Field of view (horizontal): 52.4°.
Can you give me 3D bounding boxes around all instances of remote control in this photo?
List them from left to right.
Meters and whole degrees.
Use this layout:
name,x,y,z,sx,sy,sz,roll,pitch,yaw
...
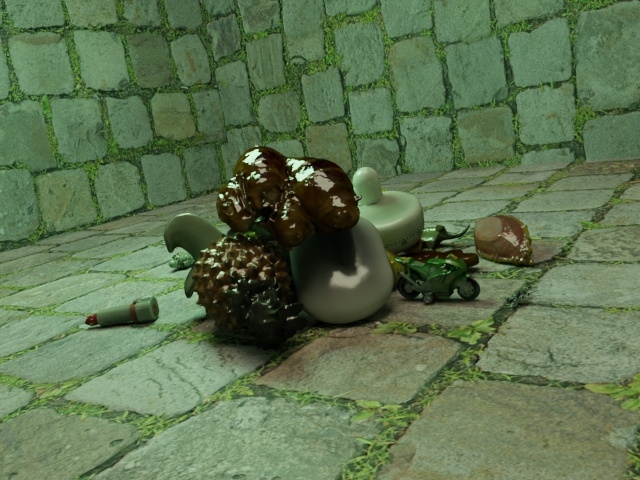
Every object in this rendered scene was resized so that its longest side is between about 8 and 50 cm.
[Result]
name,x,y,z,sx,sy,sz,roll,pitch,yaw
remote control,0.044,0.055,1.480,0.221,0.103,0.332,-12,44,0

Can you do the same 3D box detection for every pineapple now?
name,x,y,z,sx,sy,sz,roll,pitch,yaw
pineapple,-0.136,0.121,1.355,0.223,0.223,0.357,-13,22,-19

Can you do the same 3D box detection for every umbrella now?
name,x,y,z,sx,sy,sz,roll,pitch,yaw
umbrella,-0.449,0.064,2.182,0.067,0.062,0.143,34,33,27

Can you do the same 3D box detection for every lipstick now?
name,x,y,z,sx,sy,sz,roll,pitch,yaw
lipstick,-0.507,0.186,1.639,0.186,0.057,0.063,-11,12,5

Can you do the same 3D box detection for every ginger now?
name,x,y,z,sx,sy,sz,roll,pitch,yaw
ginger,-0.068,-0.099,1.457,0.357,0.152,0.274,16,32,17

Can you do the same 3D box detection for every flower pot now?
name,x,y,z,sx,sy,sz,roll,pitch,yaw
flower pot,-0.188,0.031,1.623,0.367,0.254,0.164,-14,-1,-17

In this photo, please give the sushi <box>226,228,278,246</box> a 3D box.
name,x,y,z,sx,sy,sz,roll,pitch,yaw
sushi,-0.216,0.030,2.011,0.161,0.241,0.107,47,28,23

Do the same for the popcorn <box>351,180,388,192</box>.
name,x,y,z,sx,sy,sz,roll,pitch,yaw
popcorn,0.156,-0.065,2.024,0.251,0.206,0.237,36,20,28

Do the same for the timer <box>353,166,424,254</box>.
name,x,y,z,sx,sy,sz,roll,pitch,yaw
timer,0.168,-0.070,1.800,0.233,0.240,0.233,-12,29,7

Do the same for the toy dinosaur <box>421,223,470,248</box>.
name,x,y,z,sx,sy,sz,roll,pitch,yaw
toy dinosaur,0.342,-0.019,1.968,0.247,0.075,0.188,-10,0,23

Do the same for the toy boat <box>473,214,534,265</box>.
name,x,y,z,sx,sy,sz,roll,pitch,yaw
toy boat,0.476,-0.005,1.725,0.141,0.099,0.318,-50,11,6

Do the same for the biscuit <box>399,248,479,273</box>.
name,x,y,z,sx,sy,sz,roll,pitch,yaw
biscuit,0.291,0.059,1.680,0.180,0.039,0.236,-20,16,-36

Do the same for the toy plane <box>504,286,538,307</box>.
name,x,y,z,sx,sy,sz,roll,pitch,yaw
toy plane,0.411,0.117,1.346,0.078,0.024,0.084,-23,-1,44

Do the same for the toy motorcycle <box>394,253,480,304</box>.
name,x,y,z,sx,sy,sz,roll,pitch,yaw
toy motorcycle,0.256,0.081,1.434,0.190,0.106,0.074,-1,14,29

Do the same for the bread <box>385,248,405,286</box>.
name,x,y,z,sx,sy,sz,roll,pitch,yaw
bread,0.110,0.067,1.627,0.213,0.105,0.213,-7,9,1
